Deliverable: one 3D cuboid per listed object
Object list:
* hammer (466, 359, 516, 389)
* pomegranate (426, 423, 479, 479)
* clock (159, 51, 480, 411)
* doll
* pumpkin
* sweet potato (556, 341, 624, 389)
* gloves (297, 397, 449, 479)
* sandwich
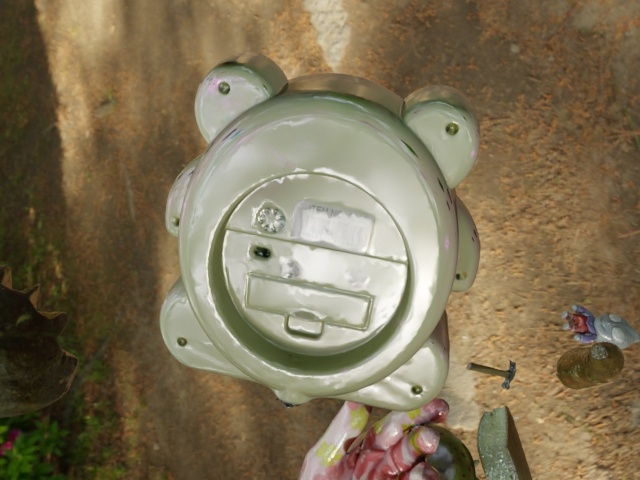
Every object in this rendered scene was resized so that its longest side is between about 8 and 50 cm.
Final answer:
[{"bbox_3d":[0.355,0.268,1.458,0.017,0.182,0.062,26,93,45],"label":"hammer"},{"bbox_3d":[0.287,0.548,1.661,0.231,0.286,0.231,-42,41,50],"label":"pomegranate"},{"bbox_3d":[0.000,0.000,0.639,0.284,0.114,0.309,12,118,6],"label":"clock"},{"bbox_3d":[0.686,0.216,1.700,0.075,0.227,0.102,119,163,-56],"label":"doll"},{"bbox_3d":[-0.422,0.113,0.863,0.130,0.254,0.149,-61,10,19],"label":"pumpkin"},{"bbox_3d":[0.439,0.202,1.138,0.075,0.273,0.075,-1,76,6],"label":"sweet potato"},{"bbox_3d":[0.066,0.258,0.782,0.241,0.126,0.145,-48,54,16],"label":"gloves"},{"bbox_3d":[0.468,0.559,1.795,0.094,0.096,0.258,-22,84,37],"label":"sandwich"}]
